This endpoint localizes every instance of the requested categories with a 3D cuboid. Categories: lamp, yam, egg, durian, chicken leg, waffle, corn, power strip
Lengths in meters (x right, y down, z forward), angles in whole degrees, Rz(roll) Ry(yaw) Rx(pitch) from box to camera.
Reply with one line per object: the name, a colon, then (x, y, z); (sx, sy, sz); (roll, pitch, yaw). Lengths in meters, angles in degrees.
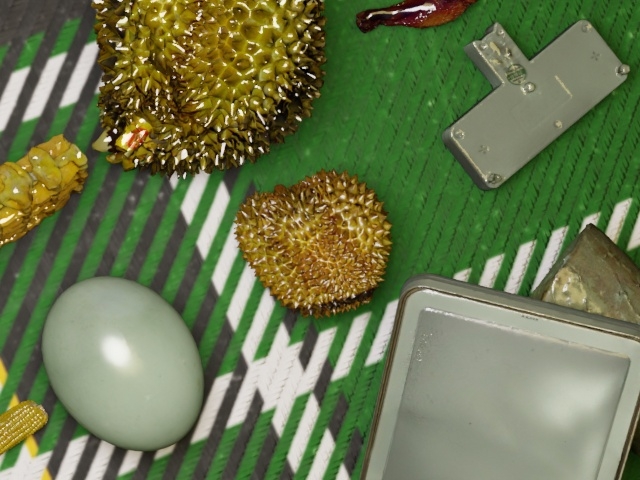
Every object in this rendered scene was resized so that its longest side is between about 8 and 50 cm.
lamp: (0.190, 0.184, 1.726); (0.269, 0.047, 0.266); (14, 110, 6)
yam: (0.331, 0.120, 1.788); (0.268, 0.161, 0.161); (42, 78, -5)
egg: (-0.199, 0.126, 1.685); (0.149, 0.149, 0.192); (-38, 92, -12)
durian: (0.000, 0.000, 1.751); (0.158, 0.137, 0.168); (-36, 83, 8)
chicken leg: (0.136, -0.285, 1.848); (0.093, 0.053, 0.205); (41, 70, 19)
waffle: (-0.309, -0.037, 1.649); (0.160, 0.211, 0.055); (-38, 92, -12)
corn: (-0.326, 0.199, 1.712); (0.092, 0.037, 0.037); (-36, 92, -10)
durian: (-0.119, -0.200, 1.701); (0.258, 0.258, 0.293); (4, 99, -11)
power strip: (0.223, -0.174, 1.846); (0.216, 0.061, 0.145); (-40, 94, -13)
